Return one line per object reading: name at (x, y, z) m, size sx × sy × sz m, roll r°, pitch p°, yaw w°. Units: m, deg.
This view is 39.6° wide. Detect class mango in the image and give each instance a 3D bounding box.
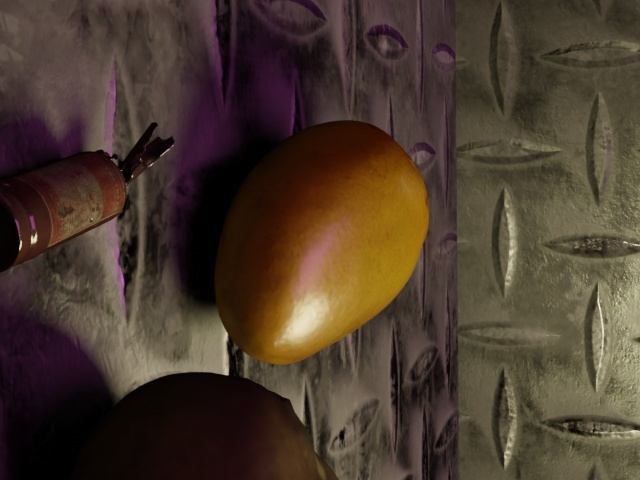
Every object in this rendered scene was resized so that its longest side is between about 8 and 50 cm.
mango at (0.000, 0.000, 1.240) m, size 0.446 × 0.232 × 0.300 m, roll -45°, pitch 137°, yaw -50°

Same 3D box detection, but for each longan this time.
longan at (-0.111, 0.291, 0.879) m, size 0.319 × 0.319 × 0.319 m, roll 1°, pitch 90°, yaw -68°

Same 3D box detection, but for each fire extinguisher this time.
fire extinguisher at (-0.220, -0.047, 0.835) m, size 0.075 × 0.106 × 0.252 m, roll 67°, pitch 27°, yaw -7°
